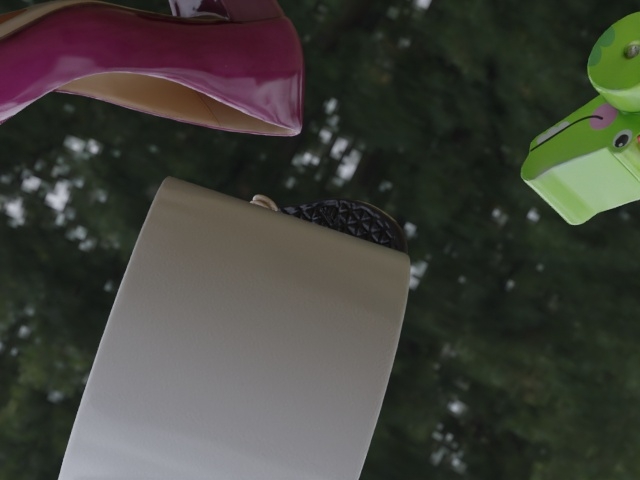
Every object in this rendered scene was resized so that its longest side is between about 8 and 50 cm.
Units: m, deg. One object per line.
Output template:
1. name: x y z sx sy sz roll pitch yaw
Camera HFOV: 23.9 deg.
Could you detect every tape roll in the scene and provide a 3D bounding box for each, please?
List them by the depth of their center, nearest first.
1. tape roll: -0.057 0.098 0.981 0.169 0.246 0.246 17 -162 -2

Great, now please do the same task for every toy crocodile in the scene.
1. toy crocodile: 0.283 -0.108 0.951 0.115 0.340 0.105 44 -155 -39

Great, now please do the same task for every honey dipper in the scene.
1. honey dipper: -0.096 0.019 1.518 0.030 0.030 0.160 29 -120 11

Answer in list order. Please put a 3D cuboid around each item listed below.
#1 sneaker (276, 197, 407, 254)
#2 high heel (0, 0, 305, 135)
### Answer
1. sneaker: 0.000 0.000 1.624 0.235 0.084 0.097 6 172 32
2. high heel: -0.160 -0.099 1.128 0.377 0.181 0.127 -29 -161 -31
